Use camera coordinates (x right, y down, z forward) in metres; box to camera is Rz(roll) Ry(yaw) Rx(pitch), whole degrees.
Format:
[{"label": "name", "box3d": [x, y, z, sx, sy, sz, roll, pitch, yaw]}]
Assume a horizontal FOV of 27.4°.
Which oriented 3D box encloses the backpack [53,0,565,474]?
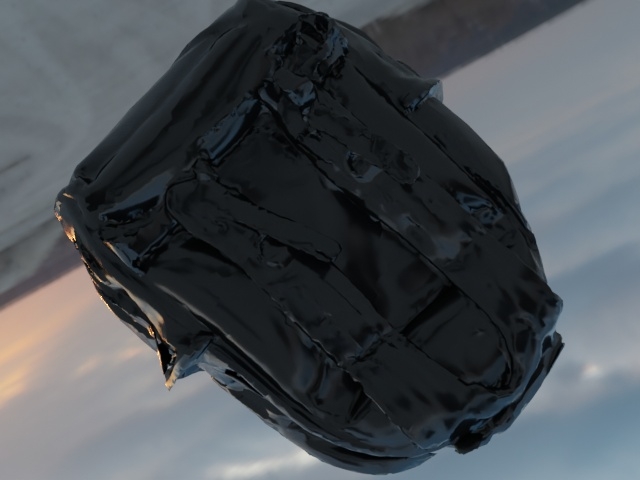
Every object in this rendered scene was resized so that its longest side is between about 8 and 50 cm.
[{"label": "backpack", "box3d": [0.000, 0.000, 0.643, 0.206, 0.258, 0.133, -47, 164, -10]}]
